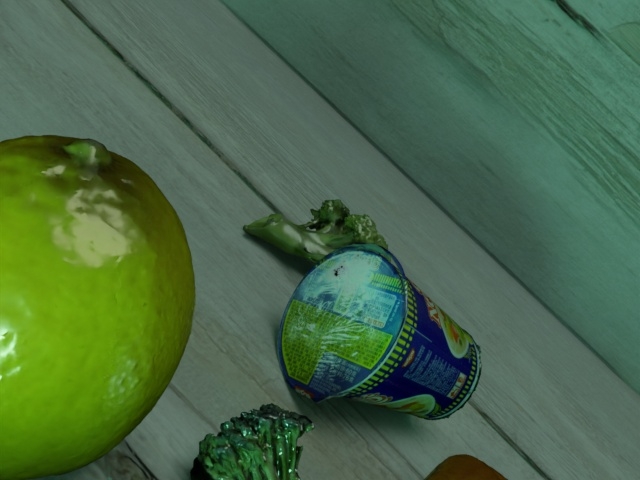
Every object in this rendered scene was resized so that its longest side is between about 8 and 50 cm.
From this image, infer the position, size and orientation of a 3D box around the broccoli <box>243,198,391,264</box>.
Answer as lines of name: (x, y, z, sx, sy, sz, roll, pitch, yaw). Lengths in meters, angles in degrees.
broccoli: (0.033, -0.008, 1.582, 0.302, 0.186, 0.254, 47, 33, 0)

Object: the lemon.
lemon: (-0.297, 0.049, 0.795, 0.364, 0.364, 0.364, 33, 25, -17)

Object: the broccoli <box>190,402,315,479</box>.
broccoli: (-0.036, 0.359, 0.928, 0.164, 0.145, 0.304, -9, 66, -55)

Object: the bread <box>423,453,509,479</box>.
bread: (0.221, 0.450, 1.102, 0.204, 0.156, 0.288, 46, 25, 17)

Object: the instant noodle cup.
instant noodle cup: (0.128, 0.193, 1.314, 0.312, 0.284, 0.284, 32, 23, -39)
